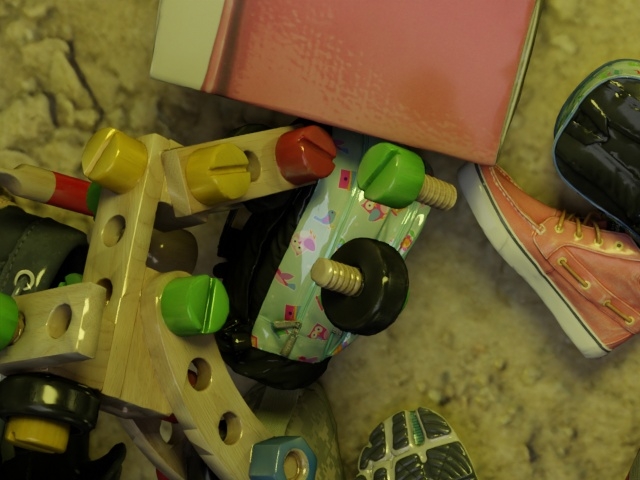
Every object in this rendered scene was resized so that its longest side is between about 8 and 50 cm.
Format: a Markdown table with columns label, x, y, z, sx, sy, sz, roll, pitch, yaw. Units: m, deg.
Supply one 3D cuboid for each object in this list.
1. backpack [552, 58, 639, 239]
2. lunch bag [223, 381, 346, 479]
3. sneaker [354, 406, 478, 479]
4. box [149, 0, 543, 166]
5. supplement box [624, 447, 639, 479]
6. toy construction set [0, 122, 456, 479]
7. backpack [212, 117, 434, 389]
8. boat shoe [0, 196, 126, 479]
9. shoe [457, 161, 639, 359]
| label | x | y | z | sx | sy | sz | roll | pitch | yaw |
| --- | --- | --- | --- | --- | --- | --- | --- | --- | --- |
| backpack | 0.215 | -0.064 | 1.044 | 0.114 | 0.084 | 0.105 | 32 | 116 | -6 |
| lunch bag | -0.056 | 0.265 | 1.156 | 0.168 | 0.235 | 0.287 | 5 | 113 | 9 |
| sneaker | 0.102 | 0.261 | 1.193 | 0.107 | 0.110 | 0.275 | -19 | 88 | 15 |
| box | 0.025 | -0.153 | 1.015 | 0.232 | 0.149 | 0.127 | 15 | 114 | 7 |
| supplement box | 0.263 | 0.243 | 1.145 | 0.111 | 0.114 | 0.220 | 21 | 117 | 4 |
| toy construction set | -0.131 | 0.013 | 0.958 | 0.237 | 0.309 | 0.258 | 17 | 96 | -41 |
| backpack | 0.000 | 0.000 | 1.099 | 0.115 | 0.152 | 0.182 | 20 | 114 | -19 |
| boat shoe | -0.238 | 0.203 | 1.205 | 0.156 | 0.187 | 0.500 | 6 | 108 | 16 |
| shoe | 0.176 | -0.002 | 1.094 | 0.081 | 0.063 | 0.178 | -33 | 107 | 21 |
